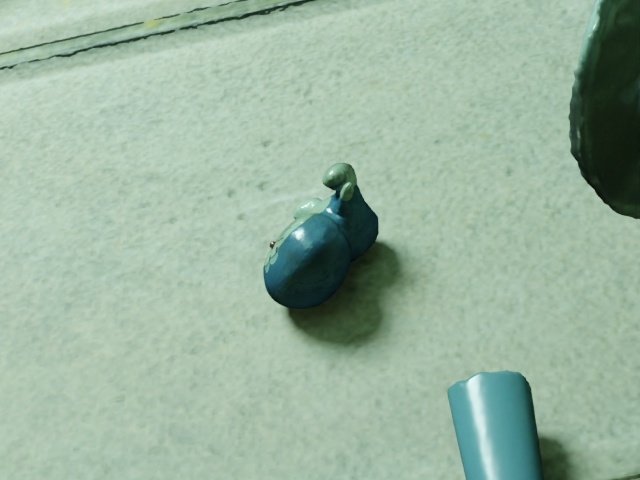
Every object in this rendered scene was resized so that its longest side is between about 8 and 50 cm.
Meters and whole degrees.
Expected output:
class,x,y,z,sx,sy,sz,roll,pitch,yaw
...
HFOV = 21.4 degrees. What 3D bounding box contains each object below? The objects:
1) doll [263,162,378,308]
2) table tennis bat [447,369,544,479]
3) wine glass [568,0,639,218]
class,x,y,z,sx,sy,sz,roll,pitch,yaw
doll,0.000,0.000,0.978,0.050,0.076,0.083,37,55,2
table tennis bat,0.101,0.203,0.776,0.215,0.044,0.329,-14,49,9
wine glass,0.337,-0.043,0.786,0.406,0.267,0.267,26,62,41
